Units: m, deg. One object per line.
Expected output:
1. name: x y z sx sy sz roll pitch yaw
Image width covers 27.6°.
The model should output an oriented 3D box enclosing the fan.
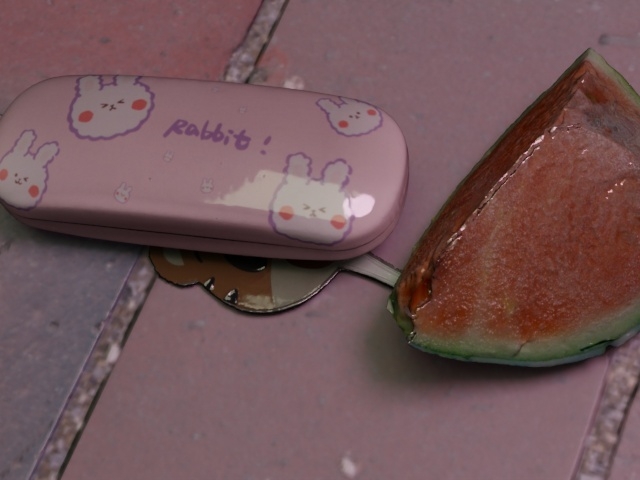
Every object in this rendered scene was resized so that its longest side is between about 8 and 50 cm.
1. fan: 0.000 0.000 0.907 0.226 0.008 0.152 25 70 19

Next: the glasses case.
1. glasses case: -0.086 -0.052 0.899 0.296 0.075 0.113 6 62 11

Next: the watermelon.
1. watermelon: 0.159 0.003 0.844 0.146 0.128 0.231 40 89 -6
